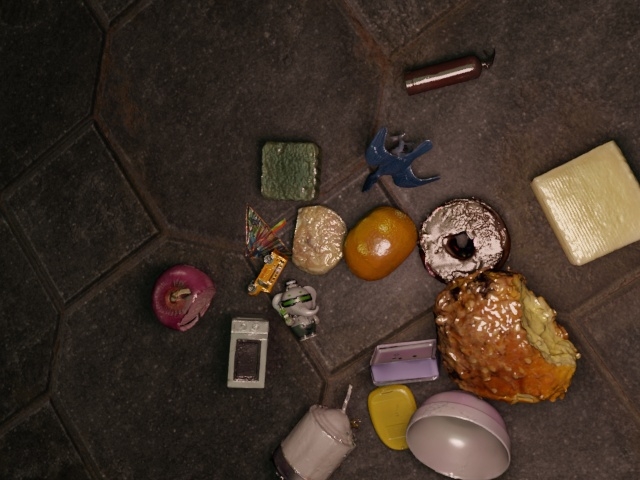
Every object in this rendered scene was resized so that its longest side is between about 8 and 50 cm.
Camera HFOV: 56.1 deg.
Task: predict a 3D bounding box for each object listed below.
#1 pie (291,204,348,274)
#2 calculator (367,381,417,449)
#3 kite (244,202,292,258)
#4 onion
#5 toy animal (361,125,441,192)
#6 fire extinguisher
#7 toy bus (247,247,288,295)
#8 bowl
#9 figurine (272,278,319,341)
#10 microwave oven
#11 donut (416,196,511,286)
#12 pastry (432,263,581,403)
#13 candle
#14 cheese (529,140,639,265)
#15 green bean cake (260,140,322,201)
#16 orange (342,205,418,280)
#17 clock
[{"bbox_3d":[-0.001,0.000,1.867,0.185,0.052,0.218,9,91,16],"label":"pie"},{"bbox_3d":[0.220,0.517,1.819,0.146,0.032,0.235,-18,87,14],"label":"calculator"},{"bbox_3d":[-0.185,-0.014,1.938,0.183,0.014,0.241,-39,79,11],"label":"kite"},{"bbox_3d":[-0.454,0.174,1.935,0.200,0.200,0.208,28,118,13],"label":"onion"},{"bbox_3d":[0.225,-0.222,1.760,0.239,0.255,0.176,30,70,-25],"label":"toy animal"},{"bbox_3d":[0.380,-0.497,1.756,0.267,0.072,0.089,-12,51,15],"label":"fire extinguisher"},{"bbox_3d":[-0.167,0.109,1.901,0.074,0.069,0.162,30,100,-4],"label":"toy bus"},{"bbox_3d":[0.392,0.527,1.683,0.286,0.144,0.287,13,130,16],"label":"bowl"},{"bbox_3d":[-0.067,0.212,1.857,0.147,0.126,0.193,-16,78,-20],"label":"figurine"},{"bbox_3d":[-0.227,0.338,1.872,0.122,0.162,0.208,4,92,-10],"label":"microwave oven"},{"bbox_3d":[0.411,0.008,1.730,0.269,0.103,0.270,0,89,17],"label":"donut"},{"bbox_3d":[0.466,0.262,1.607,0.405,0.292,0.337,48,131,-11],"label":"pastry"},{"bbox_3d":[0.010,0.588,1.802,0.187,0.187,0.330,39,99,12],"label":"candle"},{"bbox_3d":[0.738,-0.099,1.629,0.242,0.124,0.266,-27,84,18],"label":"cheese"},{"bbox_3d":[-0.089,-0.212,1.869,0.183,0.094,0.185,4,92,15],"label":"green bean cake"},{"bbox_3d":[0.170,0.010,1.764,0.237,0.158,0.179,-43,85,10],"label":"orange"},{"bbox_3d":[0.248,0.354,1.752,0.193,0.144,0.073,-10,100,16],"label":"clock"}]
